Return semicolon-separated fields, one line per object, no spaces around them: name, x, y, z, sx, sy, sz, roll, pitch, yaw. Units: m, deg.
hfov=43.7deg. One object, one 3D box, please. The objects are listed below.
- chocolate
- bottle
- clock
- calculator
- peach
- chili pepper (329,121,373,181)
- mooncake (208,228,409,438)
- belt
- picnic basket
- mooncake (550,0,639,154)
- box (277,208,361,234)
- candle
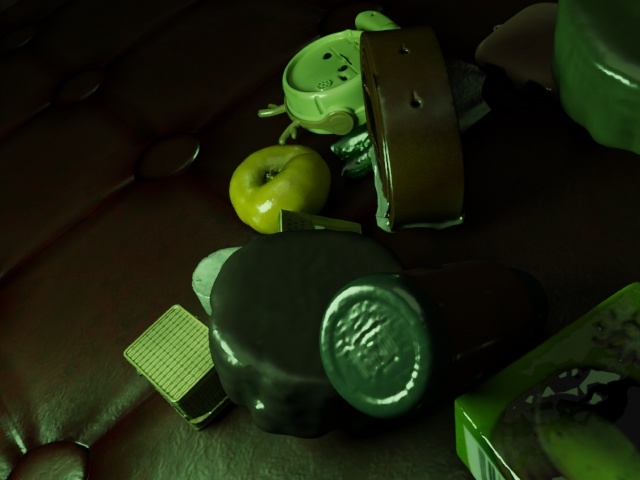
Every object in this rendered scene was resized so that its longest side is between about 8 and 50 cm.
chocolate;0.318;0.213;0.805;0.288;0.137;0.301;-32;41;-5
bottle;0.151;0.096;0.898;0.144;0.336;0.144;3;94;37
clock;0.030;-0.294;1.487;0.308;0.096;0.235;-32;43;-4
calculator;0.413;-0.324;1.358;0.220;0.048;0.329;-41;44;-13
peach;-0.064;-0.088;1.324;0.179;0.103;0.179;-13;42;12
chili pepper;0.114;-0.181;1.357;0.224;0.061;0.098;-33;56;-11
mooncake;-0.006;0.116;1.034;0.283;0.141;0.283;2;50;-2
belt;0.129;-0.172;1.208;0.122;0.217;0.339;-7;60;-1
picnic basket;-0.189;0.178;1.139;0.115;0.079;0.164;-43;45;-18
mooncake;0.510;-0.279;1.130;0.356;0.194;0.357;-7;59;12
box;0.000;0.000;1.208;0.133;0.023;0.090;10;44;-15
candle;-0.096;0.073;1.207;0.168;0.068;0.192;-37;46;-13
